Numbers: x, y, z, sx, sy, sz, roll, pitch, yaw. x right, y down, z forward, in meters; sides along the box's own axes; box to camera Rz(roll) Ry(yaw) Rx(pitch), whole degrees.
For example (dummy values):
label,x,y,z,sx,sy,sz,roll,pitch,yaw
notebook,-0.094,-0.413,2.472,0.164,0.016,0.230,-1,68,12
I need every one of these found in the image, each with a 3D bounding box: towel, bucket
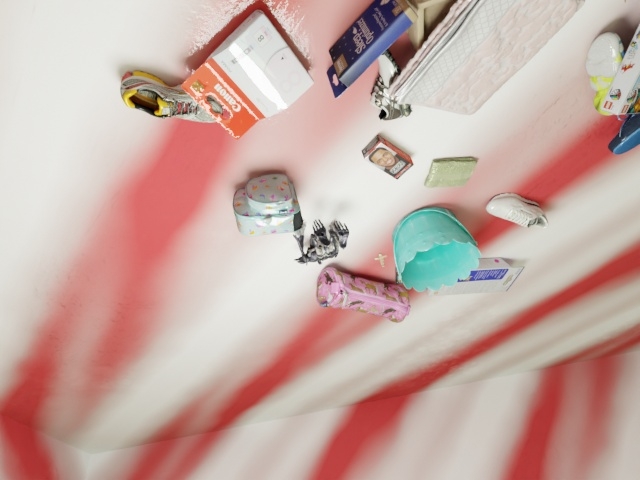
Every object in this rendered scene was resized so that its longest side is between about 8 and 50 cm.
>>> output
label,x,y,z,sx,sy,sz,roll,pitch,yaw
towel,0.403,-0.208,1.252,0.148,0.027,0.110,-3,137,-9
bucket,0.386,0.028,1.398,0.281,0.183,0.281,-7,138,-6
towel,0.357,-0.414,0.887,0.317,0.053,0.332,-8,156,-35

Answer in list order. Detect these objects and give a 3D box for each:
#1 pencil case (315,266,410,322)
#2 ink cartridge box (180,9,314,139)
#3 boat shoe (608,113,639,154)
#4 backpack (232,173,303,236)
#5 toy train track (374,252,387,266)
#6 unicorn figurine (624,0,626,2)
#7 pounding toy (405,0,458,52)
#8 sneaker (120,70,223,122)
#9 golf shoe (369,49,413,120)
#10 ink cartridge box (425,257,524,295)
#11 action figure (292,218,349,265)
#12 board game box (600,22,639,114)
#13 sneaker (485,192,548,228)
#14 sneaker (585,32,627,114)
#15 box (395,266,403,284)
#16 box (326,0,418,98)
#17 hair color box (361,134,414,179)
label,x,y,z,sx,sy,sz,roll,pitch,yaw
pencil case,0.171,0.217,1.574,0.386,0.167,0.160,17,131,-29
ink cartridge box,-0.158,-0.352,0.903,0.232,0.066,0.189,-43,133,5
boat shoe,0.936,-0.365,1.154,0.109,0.089,0.258,9,132,-40
backpack,-0.157,-0.098,1.148,0.189,0.165,0.144,-14,137,-3
toy train track,0.236,0.079,1.550,0.048,0.014,0.083,-17,139,6
unicorn figurine,0.684,-0.609,0.847,0.111,0.060,0.161,-17,122,8
pounding toy,0.283,-0.482,0.875,0.181,0.094,0.206,-19,155,6
sneaker,-0.338,-0.309,0.925,0.225,0.092,0.088,6,135,-21
golf shoe,0.158,-0.369,0.980,0.094,0.077,0.198,-22,137,12
ink cartridge box,0.636,0.152,1.683,0.371,0.069,0.175,0,137,-8
action figure,0.000,0.000,1.322,0.164,0.140,0.276,-6,166,-19
board game box,0.812,-0.459,0.956,0.193,0.053,0.305,-11,128,-23
sneaker,0.682,-0.096,1.391,0.235,0.094,0.090,6,138,-17
sneaker,0.765,-0.447,1.036,0.126,0.091,0.240,-38,135,2
box,0.371,0.130,1.626,0.137,0.027,0.094,-12,138,1
box,0.090,-0.421,0.859,0.037,0.136,0.225,27,126,-36
hair color box,0.194,-0.238,1.160,0.141,0.043,0.072,23,130,-32
